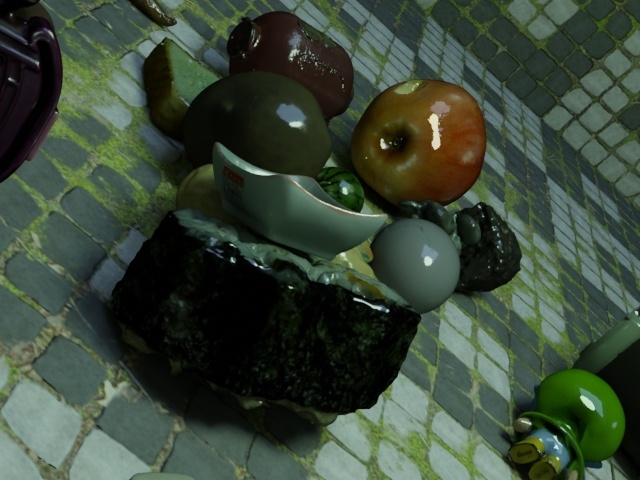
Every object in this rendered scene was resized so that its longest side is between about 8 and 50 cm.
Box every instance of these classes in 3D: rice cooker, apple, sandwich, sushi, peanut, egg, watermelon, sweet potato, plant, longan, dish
[{"bbox_3d":[0.658,0.266,1.867,0.325,0.335,0.335,52,25,19],"label":"rice cooker"},{"bbox_3d":[0.181,-0.177,1.914,0.242,0.242,0.241,52,29,14],"label":"apple"},{"bbox_3d":[-0.167,-0.202,1.610,0.215,0.065,0.186,28,29,-32],"label":"sandwich"},{"bbox_3d":[-0.053,0.090,1.191,0.350,0.170,0.211,22,6,-35],"label":"sushi"},{"bbox_3d":[-0.049,0.012,1.377,0.319,0.147,0.147,37,25,-13],"label":"peanut"},{"bbox_3d":[0.142,0.038,1.623,0.146,0.146,0.198,42,9,-8],"label":"egg"},{"bbox_3d":[0.017,-0.069,1.659,0.109,0.109,0.109,36,26,-20],"label":"watermelon"},{"bbox_3d":[-0.326,-0.428,1.738,0.214,0.050,0.050,39,24,-28],"label":"sweet potato"},{"bbox_3d":[0.235,-0.004,1.837,0.275,0.146,0.149,21,37,-43],"label":"plant"},{"bbox_3d":[-0.084,-0.144,1.449,0.198,0.212,0.198,19,63,-45],"label":"longan"},{"bbox_3d":[-0.039,-0.040,1.216,0.151,0.077,0.212,19,6,-31],"label":"dish"}]

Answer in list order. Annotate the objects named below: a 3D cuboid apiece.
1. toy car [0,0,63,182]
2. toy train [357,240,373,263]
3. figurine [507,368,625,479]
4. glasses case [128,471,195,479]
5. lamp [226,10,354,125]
[{"bbox_3d":[-0.418,-0.201,1.016,0.341,0.271,0.240,30,10,-30],"label":"toy car"},{"bbox_3d":[0.000,0.000,1.548,0.188,0.072,0.099,21,33,-42],"label":"toy train"},{"bbox_3d":[0.383,0.294,1.632,0.162,0.143,0.263,45,34,14],"label":"figurine"},{"bbox_3d":[-0.148,0.238,0.998,0.083,0.021,0.032,16,37,-48],"label":"glasses case"},{"bbox_3d":[-0.046,-0.286,1.803,0.258,0.180,0.180,27,30,-36],"label":"lamp"}]
